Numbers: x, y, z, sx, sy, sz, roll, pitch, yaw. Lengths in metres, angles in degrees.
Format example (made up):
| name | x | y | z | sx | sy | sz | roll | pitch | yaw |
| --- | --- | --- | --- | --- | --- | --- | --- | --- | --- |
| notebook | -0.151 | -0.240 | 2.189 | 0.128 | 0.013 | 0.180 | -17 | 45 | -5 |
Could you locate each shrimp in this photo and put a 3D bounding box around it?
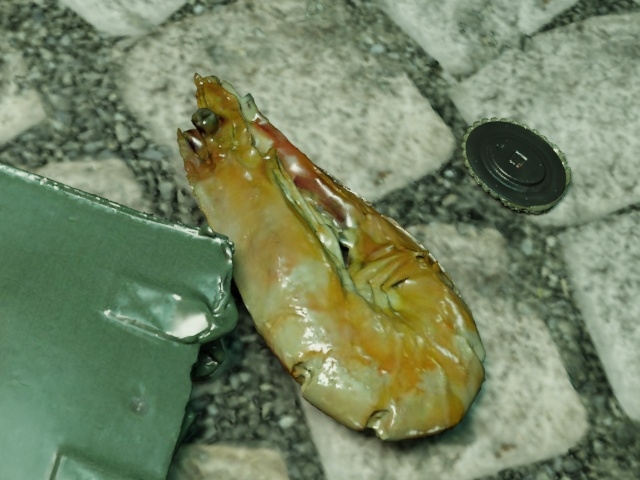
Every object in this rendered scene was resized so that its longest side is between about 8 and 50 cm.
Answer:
| name | x | y | z | sx | sy | sz | roll | pitch | yaw |
| --- | --- | --- | --- | --- | --- | --- | --- | --- | --- |
| shrimp | -0.001 | 0.001 | 0.931 | 0.154 | 0.062 | 0.294 | -18 | 67 | -40 |

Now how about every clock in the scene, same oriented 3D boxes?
| name | x | y | z | sx | sy | sz | roll | pitch | yaw |
| --- | --- | --- | --- | --- | --- | --- | --- | --- | --- |
| clock | 0.137 | -0.055 | 1.033 | 0.083 | 0.010 | 0.074 | 37 | 56 | 8 |

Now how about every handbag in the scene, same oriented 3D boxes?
| name | x | y | z | sx | sy | sz | roll | pitch | yaw |
| --- | --- | --- | --- | --- | --- | --- | --- | --- | --- |
| handbag | -0.189 | 0.073 | 0.811 | 0.260 | 0.079 | 0.248 | 19 | 55 | -6 |
